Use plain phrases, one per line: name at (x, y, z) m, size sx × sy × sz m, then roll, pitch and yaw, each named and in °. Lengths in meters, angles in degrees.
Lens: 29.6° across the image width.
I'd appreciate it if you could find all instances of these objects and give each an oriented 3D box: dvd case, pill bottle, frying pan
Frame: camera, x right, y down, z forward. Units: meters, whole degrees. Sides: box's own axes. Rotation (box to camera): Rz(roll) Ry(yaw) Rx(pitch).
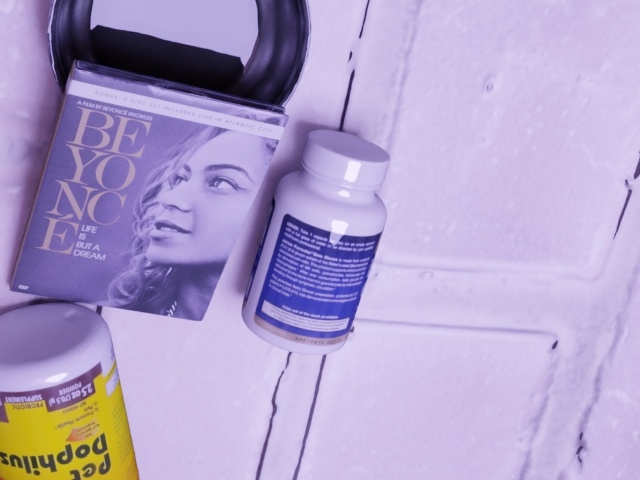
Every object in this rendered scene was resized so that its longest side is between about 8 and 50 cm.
dvd case at (-0.138, -0.029, 0.947) m, size 0.164 × 0.018 × 0.221 m, roll 11°, pitch 127°, yaw -20°
pill bottle at (0.000, 0.000, 0.989) m, size 0.094 × 0.094 × 0.169 m, roll 9°, pitch 112°, yaw -20°
frying pan at (-0.128, -0.207, 0.876) m, size 0.197 × 0.053 × 0.326 m, roll -25°, pitch 119°, yaw -3°
pill bottle at (-0.214, 0.168, 0.995) m, size 0.117 × 0.117 × 0.215 m, roll -12°, pitch 118°, yaw -10°
